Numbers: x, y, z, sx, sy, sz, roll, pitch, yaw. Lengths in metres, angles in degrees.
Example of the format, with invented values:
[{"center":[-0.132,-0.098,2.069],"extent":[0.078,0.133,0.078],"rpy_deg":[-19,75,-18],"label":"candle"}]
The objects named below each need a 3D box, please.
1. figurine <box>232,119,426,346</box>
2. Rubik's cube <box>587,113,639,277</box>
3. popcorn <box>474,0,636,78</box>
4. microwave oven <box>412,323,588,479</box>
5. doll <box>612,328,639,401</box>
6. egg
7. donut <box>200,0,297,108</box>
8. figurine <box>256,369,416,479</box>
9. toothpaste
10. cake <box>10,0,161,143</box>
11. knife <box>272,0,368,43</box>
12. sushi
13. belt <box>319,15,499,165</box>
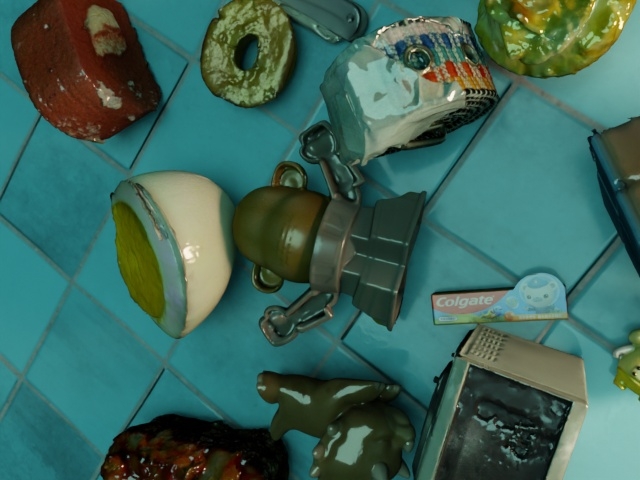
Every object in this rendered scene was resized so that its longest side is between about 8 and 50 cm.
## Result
[{"center":[0.000,-0.001,0.940],"extent":[0.285,0.167,0.342],"rpy_deg":[13,76,11],"label":"figurine"},{"center":[0.470,-0.032,0.704],"extent":[0.221,0.231,0.224],"rpy_deg":[-23,62,21],"label":"Rubik's cube"},{"center":[0.306,-0.325,0.797],"extent":[0.204,0.183,0.221],"rpy_deg":[0,107,17],"label":"popcorn"},{"center":[0.227,0.291,0.837],"extent":[0.181,0.237,0.295],"rpy_deg":[17,101,19],"label":"microwave oven"},{"center":[0.473,0.149,0.830],"extent":[0.106,0.062,0.162],"rpy_deg":[35,103,10],"label":"doll"},{"center":[-0.226,0.016,1.024],"extent":[0.264,0.174,0.286],"rpy_deg":[38,133,39],"label":"egg"},{"center":[-0.112,-0.309,1.015],"extent":[0.162,0.065,0.178],"rpy_deg":[32,103,10],"label":"donut"},{"center":[0.022,0.300,0.947],"extent":[0.247,0.177,0.173],"rpy_deg":[3,76,9],"label":"figurine"},{"center":[0.264,0.086,0.912],"extent":[0.193,0.044,0.070],"rpy_deg":[-6,90,20],"label":"toothpaste"},{"center":[-0.411,-0.313,1.063],"extent":[0.151,0.177,0.283],"rpy_deg":[-24,84,20],"label":"cake"},{"center":[-0.041,-0.398,0.993],"extent":[0.266,0.040,0.073],"rpy_deg":[35,112,15],"label":"knife"},{"center":[-0.201,0.419,1.036],"extent":[0.343,0.182,0.196],"rpy_deg":[5,102,23],"label":"sushi"},{"center":[0.122,-0.202,0.834],"extent":[0.207,0.257,0.150],"rpy_deg":[-27,83,47],"label":"belt"}]
